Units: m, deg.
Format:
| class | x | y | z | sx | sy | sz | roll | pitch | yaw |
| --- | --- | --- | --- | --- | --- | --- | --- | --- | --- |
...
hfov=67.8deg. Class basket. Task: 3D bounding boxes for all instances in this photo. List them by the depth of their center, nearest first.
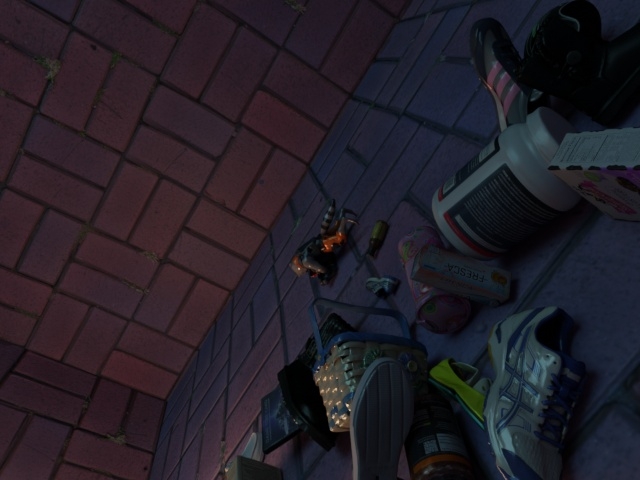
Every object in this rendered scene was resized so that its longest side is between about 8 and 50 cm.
| class | x | y | z | sx | sy | sz | roll | pitch | yaw |
| --- | --- | --- | --- | --- | --- | --- | --- | --- | --- |
| basket | 0.109 | 0.259 | 1.035 | 0.289 | 0.255 | 0.201 | -105 | 33 | -46 |

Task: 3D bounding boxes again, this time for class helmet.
| class | x | y | z | sx | sy | sz | roll | pitch | yaw |
| --- | --- | --- | --- | --- | --- | --- | --- | --- | --- |
| helmet | 0.527 | -0.420 | 1.028 | 0.169 | 0.169 | 0.161 | -46 | 35 | 40 |

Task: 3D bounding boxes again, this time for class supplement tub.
| class | x | y | z | sx | sy | sz | roll | pitch | yaw |
| --- | --- | --- | --- | --- | --- | --- | --- | --- | --- |
| supplement tub | 0.201 | 0.373 | 0.822 | 0.106 | 0.106 | 0.198 | -53 | 19 | 25 |
| supplement tub | 0.370 | -0.101 | 0.924 | 0.272 | 0.191 | 0.191 | -45 | 23 | 41 |

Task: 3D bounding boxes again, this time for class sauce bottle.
| class | x | y | z | sx | sy | sz | roll | pitch | yaw |
| --- | --- | --- | --- | --- | --- | --- | --- | --- | --- |
| sauce bottle | 0.182 | -0.004 | 1.556 | 0.128 | 0.042 | 0.042 | -65 | 18 | -17 |

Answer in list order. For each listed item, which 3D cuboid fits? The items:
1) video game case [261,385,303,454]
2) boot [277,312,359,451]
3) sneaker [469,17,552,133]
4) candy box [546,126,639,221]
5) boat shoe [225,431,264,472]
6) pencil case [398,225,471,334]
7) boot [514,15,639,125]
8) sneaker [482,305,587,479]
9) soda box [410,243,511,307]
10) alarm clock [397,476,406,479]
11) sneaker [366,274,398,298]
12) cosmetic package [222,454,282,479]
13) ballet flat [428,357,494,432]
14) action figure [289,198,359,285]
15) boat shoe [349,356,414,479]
| class | x | y | z | sx | sy | sz | roll | pitch | yaw |
| --- | --- | --- | --- | --- | --- | --- | --- | --- | --- |
| video game case | -0.065 | 0.473 | 1.397 | 0.274 | 0.026 | 0.196 | -39 | 28 | 14 |
| boot | 0.024 | 0.354 | 1.268 | 0.260 | 0.131 | 0.348 | -45 | 27 | 0 |
| sneaker | 0.430 | -0.342 | 1.020 | 0.112 | 0.319 | 0.131 | -27 | 6 | -22 |
| candy box | 0.464 | -0.090 | 0.686 | 0.070 | 0.165 | 0.196 | -60 | 17 | -1 |
| boat shoe | -0.264 | 0.757 | 1.556 | 0.098 | 0.096 | 0.277 | -33 | 33 | 58 |
| pencil case | 0.251 | 0.083 | 1.091 | 0.124 | 0.124 | 0.284 | -53 | 20 | 26 |
| boot | 0.512 | -0.367 | 0.886 | 0.246 | 0.207 | 0.094 | -58 | -8 | 18 |
| sneaker | 0.323 | 0.222 | 0.702 | 0.131 | 0.112 | 0.296 | -43 | 26 | 44 |
| soda box | 0.274 | 0.070 | 0.937 | 0.063 | 0.183 | 0.058 | 107 | -177 | -62 |
| alarm clock | 0.132 | 0.499 | 0.892 | 0.129 | 0.064 | 0.192 | -57 | 20 | 14 |
| sneaker | 0.168 | 0.138 | 1.368 | 0.135 | 0.052 | 0.058 | -26 | 43 | 62 |
| cosmetic package | -0.181 | 0.739 | 1.266 | 0.129 | 0.153 | 0.296 | -61 | 16 | 8 |
| ballet flat | 0.270 | 0.270 | 0.851 | 0.077 | 0.077 | 0.231 | -45 | 15 | -4 |
| action figure | 0.000 | 0.000 | 1.856 | 0.330 | 0.178 | 0.341 | -48 | 22 | 11 |
| boat shoe | 0.093 | 0.353 | 0.845 | 0.094 | 0.109 | 0.302 | -172 | 90 | -80 |
